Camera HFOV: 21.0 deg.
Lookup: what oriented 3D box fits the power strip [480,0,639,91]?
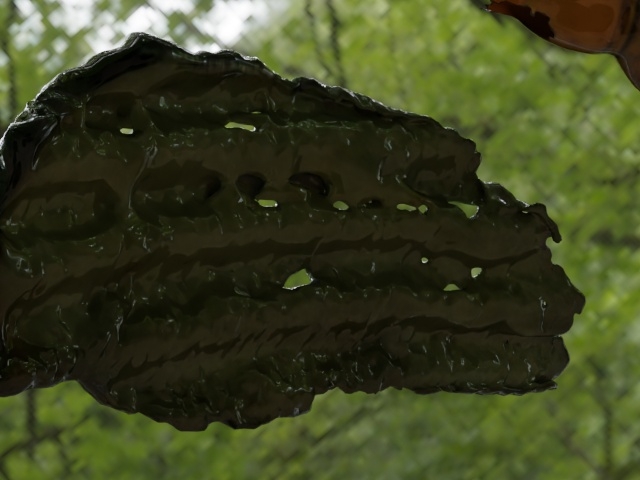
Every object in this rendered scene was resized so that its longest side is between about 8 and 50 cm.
[{"bbox_3d":[0.115,-0.044,0.316,0.178,0.028,0.049,1,-24,-10],"label":"power strip"}]

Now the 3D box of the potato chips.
[{"bbox_3d":[0.000,0.000,0.428,0.207,0.092,0.028,3,-2,-43],"label":"potato chips"}]
